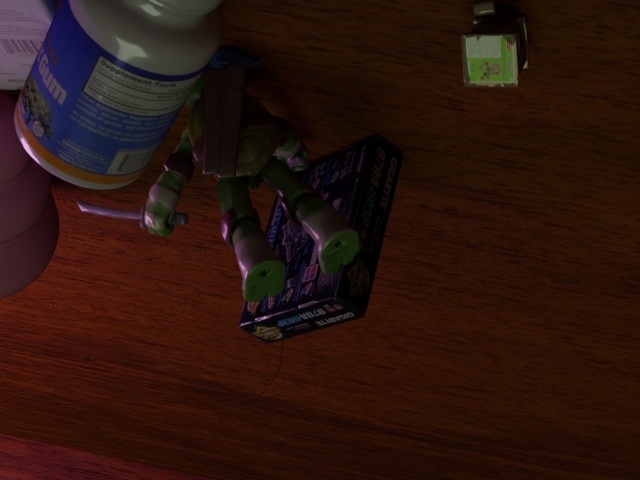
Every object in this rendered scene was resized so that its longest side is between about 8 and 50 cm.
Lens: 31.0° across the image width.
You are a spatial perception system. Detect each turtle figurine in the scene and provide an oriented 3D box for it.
[{"bbox_3d":[-0.087,-0.044,1.279,0.198,0.266,0.274,4,133,-47],"label":"turtle figurine"}]

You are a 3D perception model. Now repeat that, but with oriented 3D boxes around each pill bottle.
[{"bbox_3d":[-0.188,-0.188,1.124,0.152,0.152,0.272,23,132,-16],"label":"pill bottle"}]

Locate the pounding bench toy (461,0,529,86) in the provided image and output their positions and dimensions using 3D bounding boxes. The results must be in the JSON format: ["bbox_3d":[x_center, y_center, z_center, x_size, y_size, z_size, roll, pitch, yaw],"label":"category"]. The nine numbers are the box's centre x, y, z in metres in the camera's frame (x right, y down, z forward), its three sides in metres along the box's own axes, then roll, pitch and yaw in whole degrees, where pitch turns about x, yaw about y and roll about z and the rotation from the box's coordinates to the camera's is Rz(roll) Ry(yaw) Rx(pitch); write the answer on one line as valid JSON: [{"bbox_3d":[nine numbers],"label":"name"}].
[{"bbox_3d":[0.166,-0.195,1.094,0.052,0.065,0.083,3,119,21],"label":"pounding bench toy"}]

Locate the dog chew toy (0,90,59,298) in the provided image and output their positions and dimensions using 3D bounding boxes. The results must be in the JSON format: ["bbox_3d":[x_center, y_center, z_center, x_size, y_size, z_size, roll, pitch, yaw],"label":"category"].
[{"bbox_3d":[-0.430,-0.065,1.453,0.207,0.206,0.331,17,144,-5],"label":"dog chew toy"}]

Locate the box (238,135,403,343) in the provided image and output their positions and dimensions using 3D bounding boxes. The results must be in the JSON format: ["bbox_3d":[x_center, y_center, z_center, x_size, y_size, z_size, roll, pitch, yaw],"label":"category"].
[{"bbox_3d":[0.000,0.000,1.343,0.051,0.220,0.175,33,146,-30],"label":"box"}]

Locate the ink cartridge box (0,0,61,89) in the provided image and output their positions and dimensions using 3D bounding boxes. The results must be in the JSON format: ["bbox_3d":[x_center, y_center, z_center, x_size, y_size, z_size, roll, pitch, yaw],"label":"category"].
[{"bbox_3d":[-0.360,-0.268,1.187,0.186,0.065,0.311,4,152,18],"label":"ink cartridge box"}]
